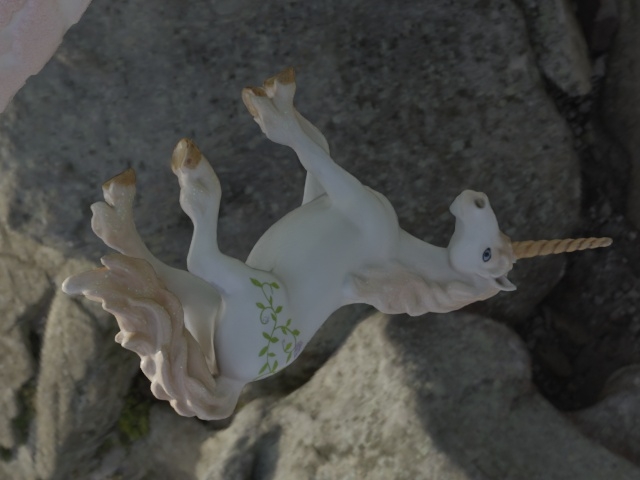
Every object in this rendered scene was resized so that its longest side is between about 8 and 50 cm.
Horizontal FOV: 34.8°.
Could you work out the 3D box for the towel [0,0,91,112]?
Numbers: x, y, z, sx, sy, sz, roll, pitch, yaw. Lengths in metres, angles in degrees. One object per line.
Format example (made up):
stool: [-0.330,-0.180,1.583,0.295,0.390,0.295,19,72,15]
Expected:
towel: [-0.312,-0.050,0.472,0.332,0.317,0.053,-42,65,20]

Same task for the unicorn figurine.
unicorn figurine: [0.000,0.000,0.345,0.111,0.162,0.060,58,162,-12]
